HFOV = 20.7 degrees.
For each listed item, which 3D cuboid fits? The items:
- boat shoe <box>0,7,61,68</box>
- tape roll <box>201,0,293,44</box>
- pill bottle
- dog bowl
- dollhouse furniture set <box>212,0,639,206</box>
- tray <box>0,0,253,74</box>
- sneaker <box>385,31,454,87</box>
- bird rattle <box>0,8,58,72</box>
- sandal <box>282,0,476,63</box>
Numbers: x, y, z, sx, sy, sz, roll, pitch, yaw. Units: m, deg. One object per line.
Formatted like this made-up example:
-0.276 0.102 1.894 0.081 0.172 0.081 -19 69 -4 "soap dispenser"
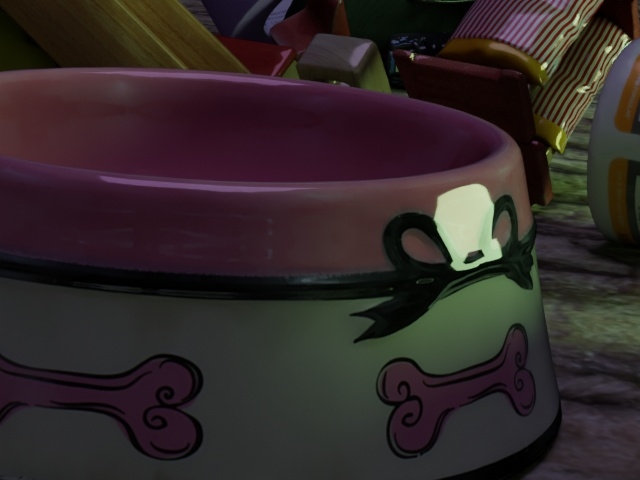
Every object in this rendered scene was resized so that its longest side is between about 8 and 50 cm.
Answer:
-0.305 -0.182 1.538 0.156 0.187 0.500 11 9 33 "boat shoe"
-0.009 -0.329 2.078 0.274 0.090 0.275 -29 -11 -6 "tape roll"
0.347 -0.054 1.266 0.278 0.162 0.162 12 16 26 "pill bottle"
-0.068 0.005 0.932 0.408 0.150 0.408 3 15 -1 "dog bowl"
0.065 -0.177 1.510 0.374 0.152 0.201 13 54 30 "dollhouse furniture set"
-0.222 -0.229 1.388 0.411 0.076 0.203 46 11 2 "tray"
0.139 -0.194 1.956 0.121 0.079 0.217 -4 8 -18 "sneaker"
-0.303 -0.066 1.300 0.207 0.143 0.253 -3 24 21 "bird rattle"
0.135 -0.261 2.116 0.445 0.168 0.107 -20 52 -43 "sandal"
